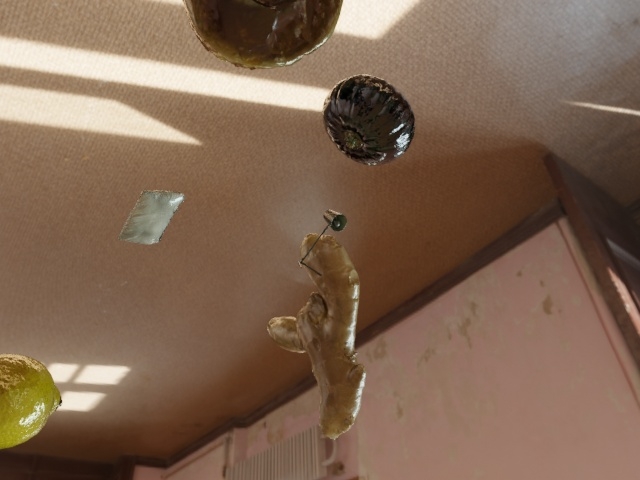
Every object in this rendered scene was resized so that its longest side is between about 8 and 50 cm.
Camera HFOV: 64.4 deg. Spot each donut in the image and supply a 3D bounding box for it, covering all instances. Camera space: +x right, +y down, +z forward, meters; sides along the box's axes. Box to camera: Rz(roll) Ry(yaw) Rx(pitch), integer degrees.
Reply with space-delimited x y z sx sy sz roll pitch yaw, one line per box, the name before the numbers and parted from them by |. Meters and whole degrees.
donut | -0.115 -0.479 0.925 0.330 0.160 0.329 -6 104 -24

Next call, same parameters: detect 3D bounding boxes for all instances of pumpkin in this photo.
pumpkin | 0.095 -0.241 1.040 0.202 0.140 0.202 33 154 19

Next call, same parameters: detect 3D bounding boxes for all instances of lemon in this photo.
lemon | -0.371 0.187 0.593 0.133 0.109 0.109 14 139 -39

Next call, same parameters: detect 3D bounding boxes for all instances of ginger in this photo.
ginger | 0.024 0.205 1.118 0.122 0.348 0.363 -2 132 -45

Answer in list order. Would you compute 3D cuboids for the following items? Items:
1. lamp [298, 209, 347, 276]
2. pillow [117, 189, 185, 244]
lamp | 0.000 -0.001 0.890 0.041 0.054 0.121 19 104 -35
pillow | -0.500 -0.066 1.500 0.128 0.051 0.229 7 137 -41
